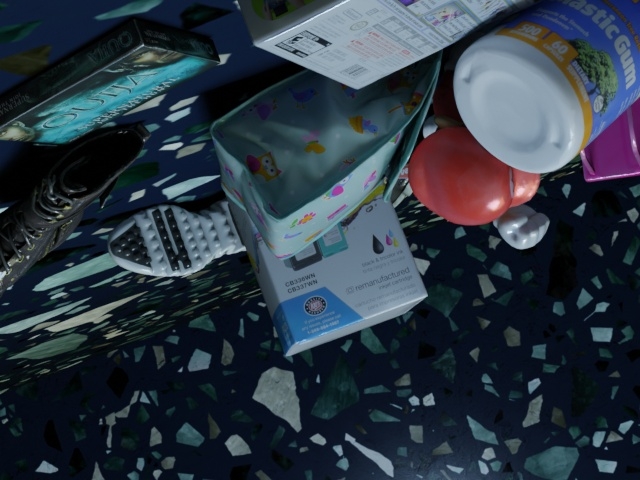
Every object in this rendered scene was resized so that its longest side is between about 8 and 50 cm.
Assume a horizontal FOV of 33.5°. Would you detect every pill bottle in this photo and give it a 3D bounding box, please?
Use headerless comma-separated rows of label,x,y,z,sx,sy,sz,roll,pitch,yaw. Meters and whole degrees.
pill bottle,0.276,-0.202,1.098,0.272,0.152,0.152,-40,-178,-27

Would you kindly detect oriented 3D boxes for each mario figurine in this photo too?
mario figurine,0.208,-0.119,1.244,0.170,0.198,0.320,-56,-171,25

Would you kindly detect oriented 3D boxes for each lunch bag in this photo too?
lunch bag,0.021,-0.114,1.207,0.262,0.160,0.223,-34,171,-10

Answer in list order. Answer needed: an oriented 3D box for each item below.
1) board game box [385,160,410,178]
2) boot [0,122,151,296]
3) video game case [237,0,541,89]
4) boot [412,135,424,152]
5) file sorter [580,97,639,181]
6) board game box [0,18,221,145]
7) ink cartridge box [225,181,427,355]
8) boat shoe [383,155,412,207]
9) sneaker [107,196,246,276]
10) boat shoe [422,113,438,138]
board game box,0.198,-0.115,1.711,0.281,0.027,0.145,0,-173,-2
boot,-0.311,-0.020,1.117,0.263,0.091,0.229,-48,-170,-37
video game case,0.088,-0.224,0.927,0.244,0.061,0.269,-22,173,18
boot,0.167,-0.161,1.728,0.114,0.037,0.106,-14,-177,-27
file sorter,0.471,-0.205,1.376,0.291,0.202,0.182,-7,173,18
board game box,-0.196,-0.134,0.935,0.186,0.026,0.126,-24,173,24
ink cartridge box,0.000,0.000,1.519,0.198,0.270,0.197,-20,171,-9
boat shoe,0.137,-0.114,1.898,0.081,0.069,0.228,-55,-179,-10
sneaker,-0.212,-0.001,1.616,0.118,0.110,0.292,-15,178,41
boat shoe,0.203,-0.174,1.652,0.076,0.083,0.226,6,179,12
